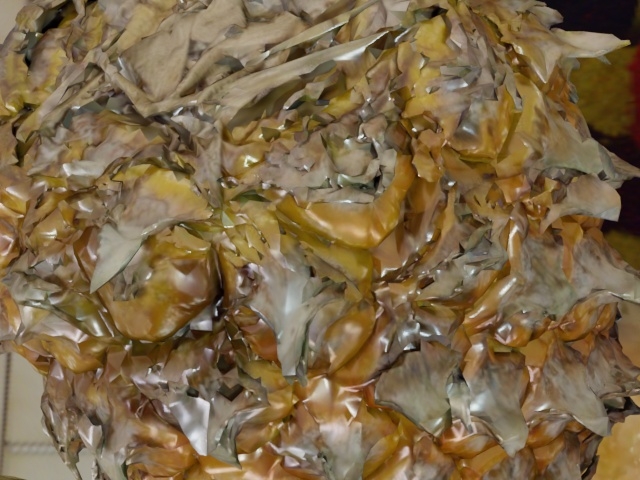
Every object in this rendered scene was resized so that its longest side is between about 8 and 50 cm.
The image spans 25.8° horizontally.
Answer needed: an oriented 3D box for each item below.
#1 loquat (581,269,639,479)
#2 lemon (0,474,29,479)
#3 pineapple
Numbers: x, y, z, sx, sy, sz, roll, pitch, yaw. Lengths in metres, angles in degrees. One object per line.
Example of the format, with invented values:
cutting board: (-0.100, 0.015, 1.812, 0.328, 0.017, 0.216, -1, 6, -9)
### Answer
loquat: (0.282, 0.179, 1.268, 0.328, 0.328, 0.329, -1, 94, -18)
lemon: (-0.101, 0.224, 0.347, 0.347, 0.348, 0.348, -1, 94, -18)
pineapple: (-0.003, 0.001, 0.691, 0.352, 0.352, 0.300, -37, 140, -12)
